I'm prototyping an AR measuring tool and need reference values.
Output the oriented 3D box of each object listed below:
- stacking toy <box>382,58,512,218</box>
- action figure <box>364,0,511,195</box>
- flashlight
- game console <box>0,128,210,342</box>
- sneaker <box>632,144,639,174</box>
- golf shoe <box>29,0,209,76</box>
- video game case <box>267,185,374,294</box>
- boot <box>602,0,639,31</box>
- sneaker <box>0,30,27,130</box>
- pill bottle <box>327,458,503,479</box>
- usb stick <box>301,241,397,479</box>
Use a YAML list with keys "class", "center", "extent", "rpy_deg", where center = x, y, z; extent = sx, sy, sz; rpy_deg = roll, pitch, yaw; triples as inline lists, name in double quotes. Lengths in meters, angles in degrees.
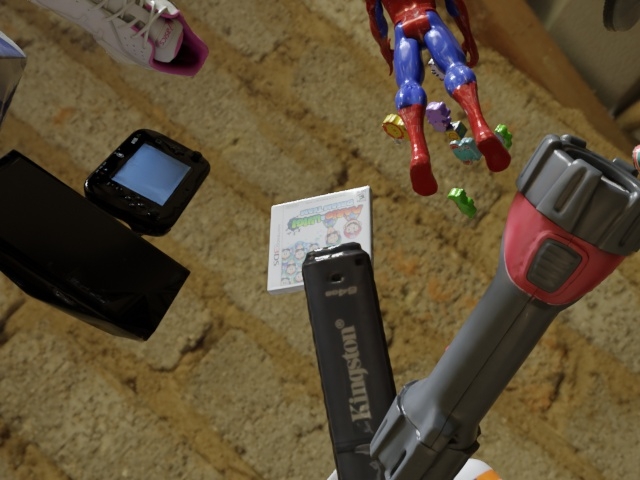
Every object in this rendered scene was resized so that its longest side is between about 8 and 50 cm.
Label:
- class: "stacking toy"
  center: [0.211, -0.169, 1.278]
  extent: [0.221, 0.167, 0.052]
  rpy_deg: [46, -26, -25]
- class: "action figure"
  center: [0.099, -0.153, 0.711]
  extent: [0.139, 0.092, 0.280]
  rpy_deg: [52, 25, -56]
- class: "flashlight"
  center: [0.143, 0.066, 0.632]
  extent: [0.103, 0.304, 0.103]
  rpy_deg: [10, 31, -31]
- class: "game console"
  center: [-0.218, -0.043, 0.843]
  extent: [0.213, 0.361, 0.044]
  rpy_deg: [36, -63, -10]
- class: "sneaker"
  center: [0.530, -0.135, 1.144]
  extent: [0.075, 0.161, 0.057]
  rpy_deg: [5, -66, 66]
- class: "golf shoe"
  center: [-0.234, -0.280, 0.928]
  extent: [0.140, 0.115, 0.306]
  rpy_deg: [28, 1, 20]
- class: "video game case"
  center: [0.000, 0.000, 1.136]
  extent: [0.157, 0.143, 0.019]
  rpy_deg: [-11, -31, 20]
- class: "boot"
  center: [0.439, -0.322, 0.965]
  extent: [0.161, 0.083, 0.246]
  rpy_deg: [19, -16, 19]
- class: "sneaker"
  center: [-0.292, -0.065, 0.315]
  extent: [0.316, 0.182, 0.127]
  rpy_deg: [24, 10, -3]
- class: "pill bottle"
  center: [0.187, 0.418, 0.979]
  extent: [0.392, 0.224, 0.224]
  rpy_deg: [47, -17, 26]
- class: "usb stick"
  center: [0.036, 0.141, 0.795]
  extent: [0.045, 0.077, 0.277]
  rpy_deg: [18, 61, -69]
